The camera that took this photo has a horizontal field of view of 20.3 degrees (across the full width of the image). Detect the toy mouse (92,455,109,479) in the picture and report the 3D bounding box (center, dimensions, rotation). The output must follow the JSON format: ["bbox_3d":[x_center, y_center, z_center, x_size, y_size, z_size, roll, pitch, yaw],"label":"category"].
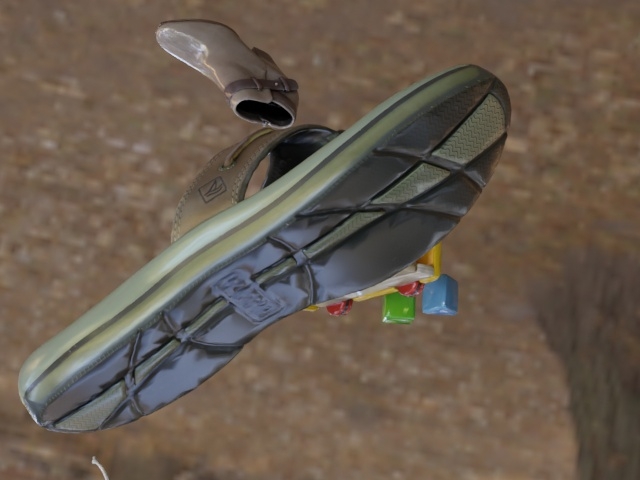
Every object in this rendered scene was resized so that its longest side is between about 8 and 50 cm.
[{"bbox_3d":[-0.124,0.221,1.166,0.031,0.143,0.161,14,-152,-49],"label":"toy mouse"}]

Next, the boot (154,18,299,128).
[{"bbox_3d":[-0.071,-0.130,1.417,0.118,0.087,0.042,13,125,-23],"label":"boot"}]

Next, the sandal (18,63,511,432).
[{"bbox_3d":[-0.035,-0.009,0.936,0.302,0.086,0.120,-31,150,-1],"label":"sandal"}]

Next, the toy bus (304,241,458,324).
[{"bbox_3d":[0.011,-0.001,1.494,0.202,0.104,0.191,0,164,8],"label":"toy bus"}]
